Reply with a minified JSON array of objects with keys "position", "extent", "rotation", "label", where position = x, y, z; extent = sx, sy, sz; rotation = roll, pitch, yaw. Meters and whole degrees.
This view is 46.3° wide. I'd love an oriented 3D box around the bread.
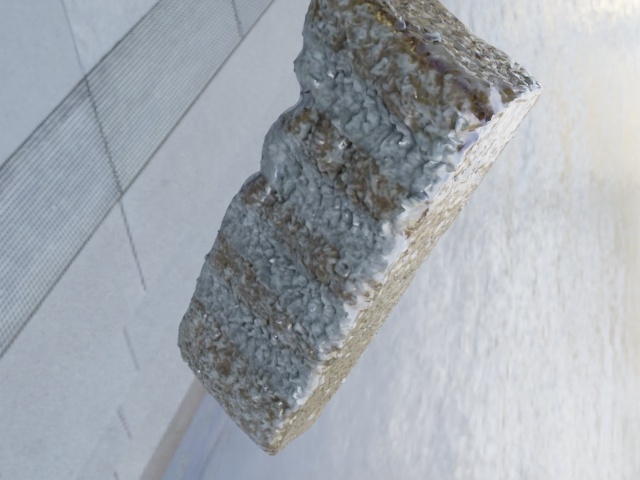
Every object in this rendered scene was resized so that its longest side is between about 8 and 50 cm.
[{"position":[0.000,0.000,0.626],"extent":[0.113,0.165,0.416],"rotation":[-19,146,-45],"label":"bread"}]
